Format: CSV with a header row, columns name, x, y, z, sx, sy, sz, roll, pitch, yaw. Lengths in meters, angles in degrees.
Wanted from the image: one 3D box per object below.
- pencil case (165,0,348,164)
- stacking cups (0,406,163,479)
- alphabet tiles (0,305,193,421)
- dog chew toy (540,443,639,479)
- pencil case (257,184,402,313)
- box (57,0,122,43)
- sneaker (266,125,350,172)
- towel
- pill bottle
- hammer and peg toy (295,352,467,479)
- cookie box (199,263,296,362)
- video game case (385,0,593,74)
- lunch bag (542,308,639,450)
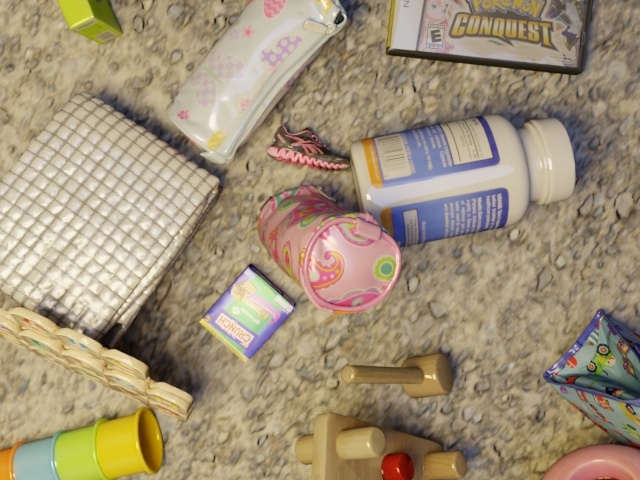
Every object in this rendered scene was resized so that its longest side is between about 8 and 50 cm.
name,x,y,z,sx,sy,sz,roll,pitch,yaw
pencil case,-0.084,-0.232,0.944,0.124,0.113,0.273,43,94,20
stacking cups,-0.387,0.325,0.998,0.316,0.096,0.096,-17,93,4
alphabet tiles,-0.296,0.161,0.902,0.284,0.278,0.021,25,65,-1
dog chew toy,0.404,0.420,0.925,0.207,0.206,0.332,-29,123,2
pencil case,0.000,0.000,0.878,0.124,0.284,0.124,-3,102,-13
box,-0.334,-0.361,0.941,0.042,0.109,0.178,-22,93,6
sneaker,-0.013,-0.131,0.988,0.119,0.047,0.057,14,82,-1
towel,-0.301,-0.022,0.945,0.235,0.121,0.283,35,81,-3
pill bottle,0.183,-0.082,0.932,0.272,0.152,0.152,-11,94,1
hammer and peg toy,0.075,0.313,0.899,0.127,0.266,0.361,-19,58,38
cookie box,-0.103,0.103,1.003,0.092,0.040,0.107,41,94,-3
video game case,0.240,-0.369,0.971,0.275,0.035,0.248,6,94,0
lunch bag,0.444,0.225,0.877,0.221,0.293,0.138,38,94,-2
